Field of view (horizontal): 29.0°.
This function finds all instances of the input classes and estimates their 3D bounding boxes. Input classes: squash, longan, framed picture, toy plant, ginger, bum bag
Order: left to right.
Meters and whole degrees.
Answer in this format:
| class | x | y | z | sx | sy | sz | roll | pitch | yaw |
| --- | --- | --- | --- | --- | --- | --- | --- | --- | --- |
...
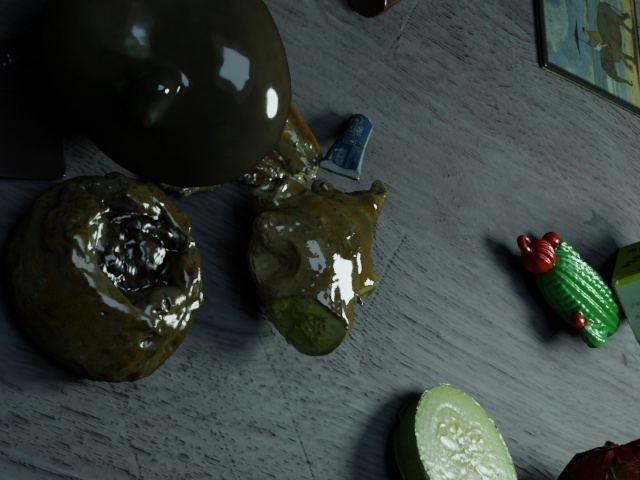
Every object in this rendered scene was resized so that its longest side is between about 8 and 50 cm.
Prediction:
| class | x | y | z | sx | sy | sz | roll | pitch | yaw |
| --- | --- | --- | --- | --- | --- | --- | --- | --- | --- |
| bum bag | -0.325 | -0.142 | 1.330 | 0.109 | 0.026 | 0.159 | -2 | 78 | -48 |
| longan | -0.167 | -0.190 | 1.339 | 0.300 | 0.243 | 0.300 | 28 | 25 | -14 |
| ginger | 0.000 | 0.000 | 1.562 | 0.219 | 0.123 | 0.270 | 53 | 34 | -19 |
| squash | 0.192 | 0.298 | 1.677 | 0.219 | 0.041 | 0.219 | 28 | 43 | -30 |
| toy plant | 0.398 | 0.064 | 1.987 | 0.240 | 0.088 | 0.154 | 53 | 32 | -9 |
| framed picture | 0.503 | -0.391 | 2.308 | 0.347 | 0.016 | 0.265 | 17 | 65 | -42 |

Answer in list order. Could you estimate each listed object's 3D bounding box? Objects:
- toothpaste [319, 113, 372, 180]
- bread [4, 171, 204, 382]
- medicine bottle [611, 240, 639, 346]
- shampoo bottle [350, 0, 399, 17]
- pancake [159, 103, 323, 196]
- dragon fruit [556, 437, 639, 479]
| class | x | y | z | sx | sy | sz | roll | pitch | yaw |
| --- | --- | --- | --- | --- | --- | --- | --- | --- | --- |
| toothpaste | 0.042 | -0.130 | 1.675 | 0.057 | 0.035 | 0.197 | 20 | 29 | 2 |
| bread | -0.219 | 0.033 | 1.313 | 0.230 | 0.123 | 0.230 | 15 | 68 | -41 |
| medicine bottle | 0.580 | 0.076 | 2.082 | 0.141 | 0.137 | 0.250 | 64 | 20 | -6 |
| shampoo bottle | 0.121 | -0.410 | 1.871 | 0.236 | 0.067 | 0.068 | -47 | 130 | -46 |
| pancake | -0.108 | -0.124 | 1.531 | 0.266 | 0.057 | 0.244 | 53 | 46 | -21 |
| dragon fruit | 0.463 | 0.434 | 1.779 | 0.295 | 0.295 | 0.302 | 0 | 73 | -47 |
